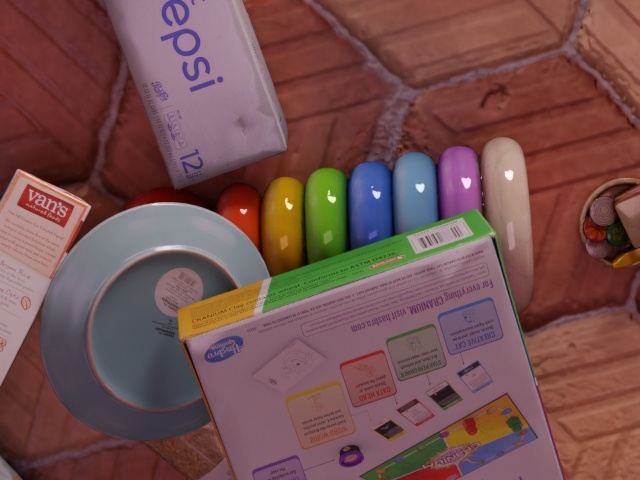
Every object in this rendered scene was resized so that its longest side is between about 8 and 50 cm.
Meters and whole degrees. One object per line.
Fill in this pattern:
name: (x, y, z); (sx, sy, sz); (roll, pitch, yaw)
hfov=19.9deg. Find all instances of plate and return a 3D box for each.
plate: (-0.117, 0.065, 1.368); (0.188, 0.024, 0.188); (-7, 107, -23)

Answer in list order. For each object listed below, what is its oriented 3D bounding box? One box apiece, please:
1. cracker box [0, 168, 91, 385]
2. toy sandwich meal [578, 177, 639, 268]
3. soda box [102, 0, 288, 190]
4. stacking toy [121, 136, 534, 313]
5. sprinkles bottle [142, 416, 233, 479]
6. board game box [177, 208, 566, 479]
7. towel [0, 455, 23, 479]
cracker box: (-0.260, 0.069, 1.399); (0.067, 0.155, 0.232); (26, 80, -8)
toy sandwich meal: (0.255, -0.013, 1.498); (0.085, 0.029, 0.086); (-1, 104, -2)
soda box: (-0.115, -0.192, 1.408); (0.098, 0.091, 0.286); (-20, 104, 4)
stacking toy: (0.000, 0.000, 1.447); (0.330, 0.141, 0.141); (-5, 104, 4)
sprinkles bottle: (-0.005, 0.207, 1.497); (0.355, 0.121, 0.121); (40, 99, -11)
board game box: (0.054, 0.163, 1.378); (0.242, 0.064, 0.317); (-18, 109, -1)
towel: (-0.434, 0.264, 1.513); (0.374, 0.090, 0.320); (-40, 103, 7)
